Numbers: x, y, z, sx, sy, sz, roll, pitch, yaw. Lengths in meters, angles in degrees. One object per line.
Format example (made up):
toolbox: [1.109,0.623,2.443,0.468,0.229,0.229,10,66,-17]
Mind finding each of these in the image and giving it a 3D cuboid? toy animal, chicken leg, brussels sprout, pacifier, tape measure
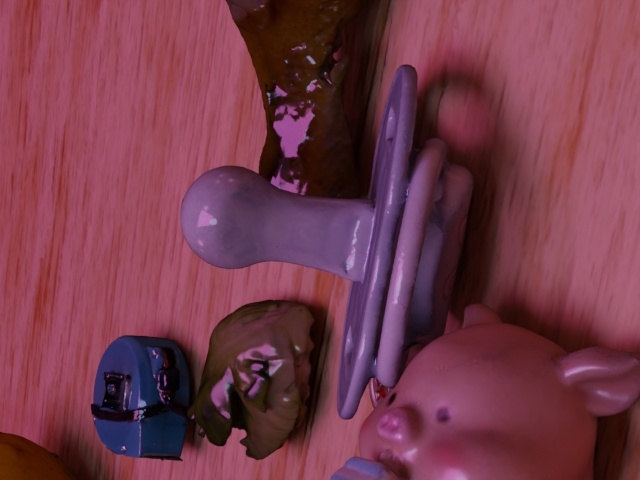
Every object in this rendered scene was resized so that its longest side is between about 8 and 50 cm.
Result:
toy animal: [0.100,0.191,1.368,0.195,0.213,0.256,22,115,53]
chicken leg: [-0.020,-0.194,1.580,0.201,0.153,0.429,-140,43,-64]
brussels sprout: [-0.064,0.121,1.744,0.181,0.101,0.139,110,160,-53]
pacifier: [0.000,0.000,1.469,0.238,0.226,0.287,-81,-1,-73]
tape measure: [-0.185,0.162,1.954,0.146,0.081,0.125,1,86,58]

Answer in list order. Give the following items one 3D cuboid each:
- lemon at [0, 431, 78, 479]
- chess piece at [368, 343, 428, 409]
lemon: [-0.375,0.352,2.140,0.284,0.261,0.260,-126,38,-67]
chess piece: [0.075,0.123,1.565,0.084,0.038,0.083,14,106,58]
